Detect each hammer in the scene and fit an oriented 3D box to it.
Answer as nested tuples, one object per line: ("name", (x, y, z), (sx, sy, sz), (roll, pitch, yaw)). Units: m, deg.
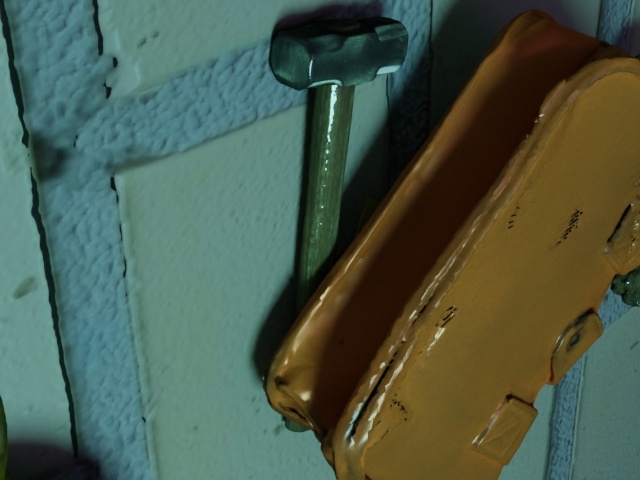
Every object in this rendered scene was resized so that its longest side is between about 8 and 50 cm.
("hammer", (0.000, 0.000, 0.867), (0.111, 0.043, 0.365), (-21, 128, -42))

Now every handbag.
("handbag", (0.157, 0.038, 0.922), (0.410, 0.116, 0.303), (-55, 140, 1))

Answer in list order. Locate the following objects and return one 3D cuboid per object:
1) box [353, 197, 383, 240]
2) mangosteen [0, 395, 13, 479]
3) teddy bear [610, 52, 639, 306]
("box", (0.111, 0.030, 1.008), (0.247, 0.033, 0.129), (2, 109, -49))
("mangosteen", (-0.258, 0.118, 0.393), (0.307, 0.347, 0.307), (-163, -90, -88))
("teddy bear", (0.320, -0.070, 1.116), (0.182, 0.129, 0.251), (18, 100, -18))
